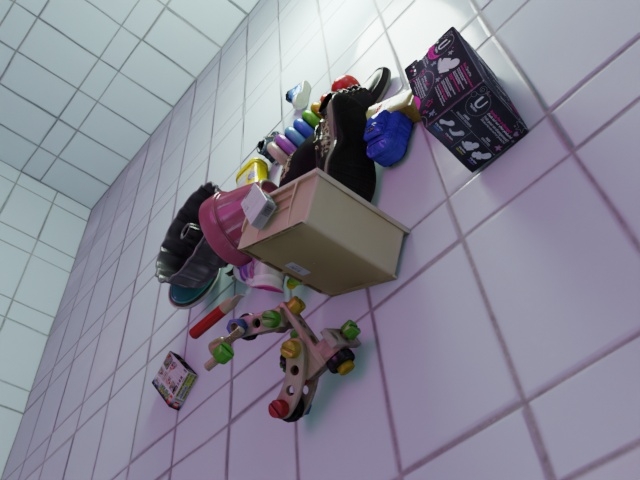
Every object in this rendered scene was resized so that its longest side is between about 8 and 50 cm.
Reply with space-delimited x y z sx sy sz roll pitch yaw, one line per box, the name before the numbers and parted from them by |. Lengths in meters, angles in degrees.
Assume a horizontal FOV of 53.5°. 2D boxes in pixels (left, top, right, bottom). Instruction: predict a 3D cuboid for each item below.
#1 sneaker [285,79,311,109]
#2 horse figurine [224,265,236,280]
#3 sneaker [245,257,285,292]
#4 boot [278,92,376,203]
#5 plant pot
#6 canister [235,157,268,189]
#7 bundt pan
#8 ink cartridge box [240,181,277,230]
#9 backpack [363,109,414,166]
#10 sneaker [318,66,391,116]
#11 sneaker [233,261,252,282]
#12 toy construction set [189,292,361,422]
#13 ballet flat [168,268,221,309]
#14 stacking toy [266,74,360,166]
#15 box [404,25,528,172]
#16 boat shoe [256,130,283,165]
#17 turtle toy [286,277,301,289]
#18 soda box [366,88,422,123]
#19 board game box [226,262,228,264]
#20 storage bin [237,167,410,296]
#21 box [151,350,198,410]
sneaker | -0.086 -0.487 2.196 0.084 0.058 0.152 -26 37 36
horse figurine | -0.238 0.007 1.938 0.174 0.066 0.263 -49 28 26
sneaker | -0.126 0.068 1.596 0.252 0.102 0.111 174 107 -78
boot | 0.005 -0.157 1.626 0.284 0.138 0.378 -41 43 48
plant pot | -0.182 -0.060 1.641 0.180 0.201 0.201 -30 37 24
canister | -0.227 -0.177 2.097 0.126 0.073 0.170 -41 33 28
bundt pan | -0.344 -0.001 1.855 0.331 0.124 0.331 -39 34 34
ink cartridge box | -0.131 -0.074 1.327 0.063 0.029 0.115 -55 29 11
backpack | 0.154 -0.243 1.529 0.098 0.101 0.120 -29 43 53
sneaker | 0.097 -0.408 1.763 0.222 0.118 0.083 -55 28 6
sneaker | -0.151 0.019 1.769 0.104 0.095 0.236 20 84 56
toy construction set | -0.066 0.186 1.263 0.237 0.309 0.257 -41 40 20
ballet flat | -0.377 0.083 2.041 0.139 0.139 0.400 -32 33 39
stacking toy | -0.004 -0.348 1.869 0.330 0.141 0.141 -48 29 8
box | 0.291 -0.289 1.288 0.142 0.163 0.247 -38 34 26
boat shoe | -0.170 -0.333 2.150 0.065 0.083 0.183 -43 31 25
turtle toy | -0.045 0.058 1.570 0.095 0.066 0.130 103 173 -49
soda box | 0.190 -0.319 1.585 0.181 0.061 0.058 -12 51 53
board game box | -0.252 -0.023 1.890 0.126 0.026 0.186 -39 35 32
storage bin | 0.000 0.000 1.358 0.260 0.262 0.123 -21 47 49
box | -0.432 0.409 1.873 0.114 0.036 0.207 -61 28 -7
